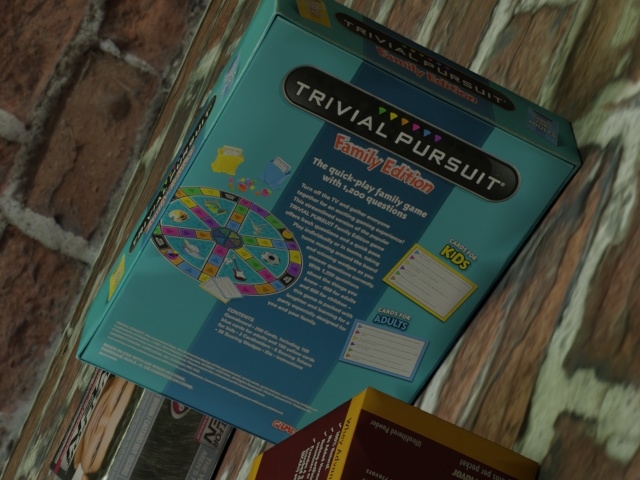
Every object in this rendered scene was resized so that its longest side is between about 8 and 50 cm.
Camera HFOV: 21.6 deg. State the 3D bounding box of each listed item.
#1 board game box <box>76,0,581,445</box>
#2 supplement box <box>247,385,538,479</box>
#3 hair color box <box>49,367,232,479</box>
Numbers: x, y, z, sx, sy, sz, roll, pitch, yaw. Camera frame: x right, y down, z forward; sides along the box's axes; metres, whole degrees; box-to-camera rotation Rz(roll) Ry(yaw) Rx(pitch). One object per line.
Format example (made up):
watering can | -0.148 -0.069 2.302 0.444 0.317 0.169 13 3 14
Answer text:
board game box | 0.000 0.000 1.295 0.336 0.253 0.079 -57 16 26
supplement box | 0.021 0.226 1.092 0.194 0.129 0.191 -40 28 59
hair color box | -0.207 0.222 1.952 0.185 0.113 0.374 -67 15 -8
